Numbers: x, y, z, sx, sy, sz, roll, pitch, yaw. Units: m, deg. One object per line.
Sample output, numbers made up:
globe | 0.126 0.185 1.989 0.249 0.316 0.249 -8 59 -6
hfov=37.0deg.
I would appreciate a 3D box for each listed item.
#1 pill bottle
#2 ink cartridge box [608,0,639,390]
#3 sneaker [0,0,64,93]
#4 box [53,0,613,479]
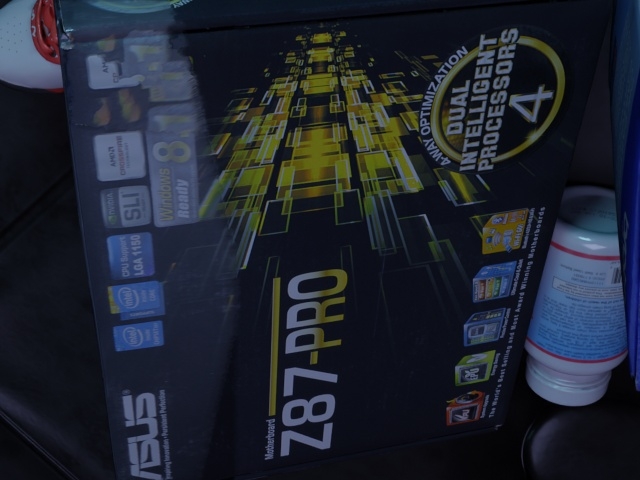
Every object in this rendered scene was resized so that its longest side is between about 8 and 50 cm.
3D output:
pill bottle | 0.200 0.045 0.735 0.087 0.087 0.160 7 122 11
ink cartridge box | 0.282 -0.061 0.462 0.269 0.395 0.151 0 121 15
sneaker | -0.140 -0.167 0.649 0.269 0.145 0.090 -5 86 13
box | 0.000 0.000 0.657 0.318 0.097 0.395 -6 130 -14
